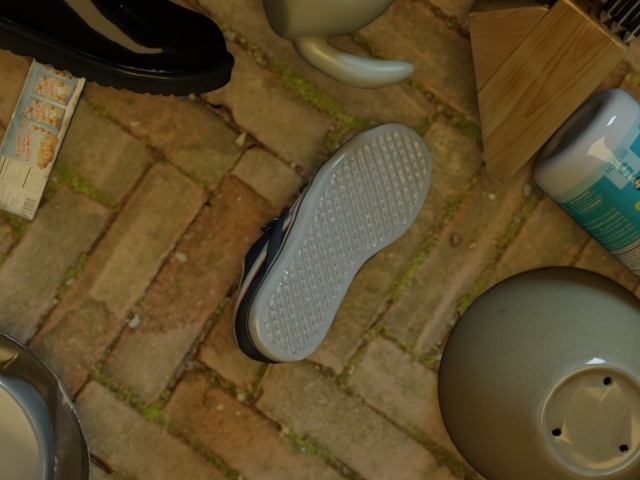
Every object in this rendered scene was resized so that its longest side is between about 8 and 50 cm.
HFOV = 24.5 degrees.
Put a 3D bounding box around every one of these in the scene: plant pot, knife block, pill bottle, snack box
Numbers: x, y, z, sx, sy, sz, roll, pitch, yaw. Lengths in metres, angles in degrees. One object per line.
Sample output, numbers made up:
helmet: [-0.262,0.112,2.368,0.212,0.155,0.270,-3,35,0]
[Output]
plant pot: [0.291,0.183,1.683,0.284,0.191,0.284,-1,97,-6]
knife block: [0.289,-0.208,1.613,0.242,0.088,0.275,-2,115,16]
pill bottle: [0.380,-0.039,1.684,0.264,0.146,0.146,41,92,-10]
snack box: [-0.324,-0.116,1.670,0.064,0.022,0.178,21,95,-7]

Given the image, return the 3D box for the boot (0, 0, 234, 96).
boot: [-0.234,-0.309,1.551,0.348,0.131,0.260,16,120,-7]

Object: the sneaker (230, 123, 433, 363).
sneaker: [0.000,0.000,1.675,0.126,0.127,0.321,43,67,-15]

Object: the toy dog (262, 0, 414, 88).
toy dog: [0.101,-0.396,1.538,0.408,0.284,0.395,-26,89,-8]

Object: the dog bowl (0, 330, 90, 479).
dog bowl: [-0.432,0.247,1.669,0.349,0.102,0.348,-1,98,-5]
